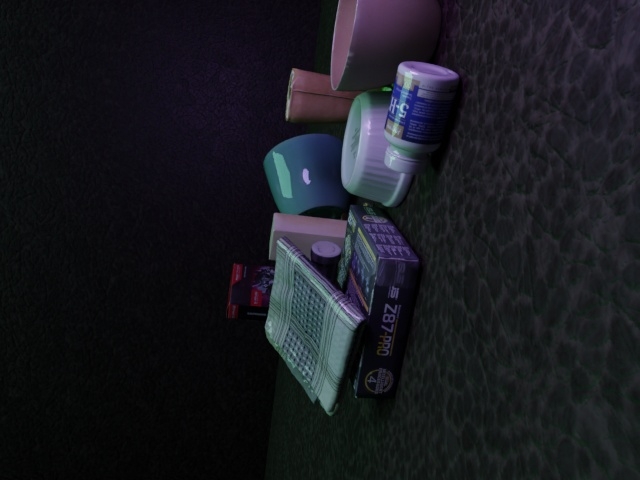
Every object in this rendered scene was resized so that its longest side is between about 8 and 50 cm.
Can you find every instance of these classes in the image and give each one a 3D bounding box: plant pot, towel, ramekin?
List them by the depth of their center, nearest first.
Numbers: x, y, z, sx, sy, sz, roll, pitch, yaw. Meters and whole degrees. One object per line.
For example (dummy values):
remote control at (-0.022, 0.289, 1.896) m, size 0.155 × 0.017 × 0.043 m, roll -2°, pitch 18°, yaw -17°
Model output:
plant pot at (0.140, -0.446, 1.169) m, size 0.284 × 0.191 × 0.284 m, roll -174°, pitch 90°, yaw -81°
towel at (-0.034, 0.198, 1.249) m, size 0.312 × 0.056 × 0.324 m, roll 44°, pitch 137°, yaw 37°
ramekin at (0.130, -0.218, 1.289) m, size 0.273 × 0.127 × 0.273 m, roll -174°, pitch 90°, yaw -82°
plant pot at (-0.028, -0.173, 1.853) m, size 0.293 × 0.293 × 0.235 m, roll 112°, pitch 149°, yaw -62°

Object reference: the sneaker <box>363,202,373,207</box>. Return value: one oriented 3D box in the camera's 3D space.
sneaker at (0.134, -0.069, 1.509) m, size 0.083 × 0.031 × 0.035 m, roll -88°, pitch -5°, yaw -52°

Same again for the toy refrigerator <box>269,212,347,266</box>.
toy refrigerator at (0.000, 0.000, 1.520) m, size 0.094 × 0.269 × 0.102 m, roll -95°, pitch 13°, yaw -55°

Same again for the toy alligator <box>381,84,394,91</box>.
toy alligator at (0.177, -0.382, 1.375) m, size 0.051 × 0.056 × 0.190 m, roll 31°, pitch 124°, yaw 35°

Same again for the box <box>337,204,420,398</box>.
box at (0.110, 0.120, 1.288) m, size 0.395 × 0.097 × 0.318 m, roll -107°, pitch 23°, yaw -71°

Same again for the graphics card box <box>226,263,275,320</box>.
graphics card box at (-0.179, 0.214, 2.234) m, size 0.233 × 0.370 × 0.094 m, roll -92°, pitch 11°, yaw -50°

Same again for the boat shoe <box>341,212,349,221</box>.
boat shoe at (0.086, -0.029, 1.692) m, size 0.152 × 0.056 × 0.049 m, roll -96°, pitch 20°, yaw -56°

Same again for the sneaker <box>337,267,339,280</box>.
sneaker at (-0.011, 0.153, 1.809) m, size 0.202 × 0.185 × 0.483 m, roll -43°, pitch 0°, yaw -29°

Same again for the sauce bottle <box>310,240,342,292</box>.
sauce bottle at (-0.003, 0.163, 1.340) m, size 0.111 × 0.111 × 0.344 m, roll -97°, pitch 13°, yaw -57°

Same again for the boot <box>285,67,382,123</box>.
boot at (0.057, -0.407, 1.428) m, size 0.089 × 0.269 × 0.236 m, roll -135°, pitch 51°, yaw -77°

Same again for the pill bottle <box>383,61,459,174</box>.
pill bottle at (0.177, -0.223, 1.027) m, size 0.112 × 0.112 × 0.187 m, roll -98°, pitch 17°, yaw -60°
